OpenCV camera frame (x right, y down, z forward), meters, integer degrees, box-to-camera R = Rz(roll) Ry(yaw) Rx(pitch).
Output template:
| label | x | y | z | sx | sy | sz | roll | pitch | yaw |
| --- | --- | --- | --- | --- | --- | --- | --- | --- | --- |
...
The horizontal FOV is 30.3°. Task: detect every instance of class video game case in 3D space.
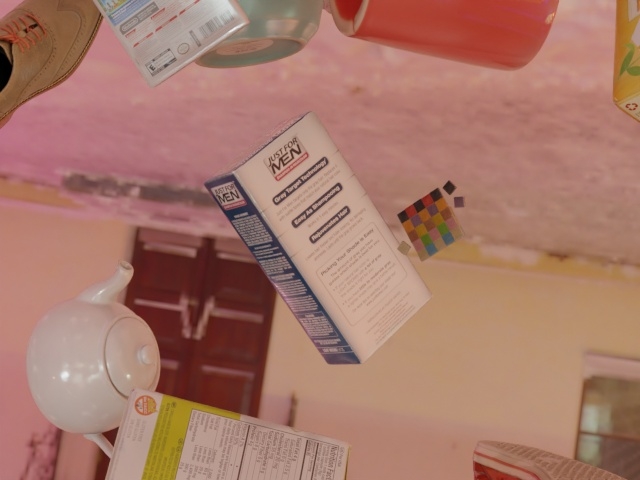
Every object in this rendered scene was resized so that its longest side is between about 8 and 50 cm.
| label | x | y | z | sx | sy | sz | roll | pitch | yaw |
| --- | --- | --- | --- | --- | --- | --- | --- | --- | --- |
| video game case | -0.117 | -0.179 | 0.821 | 0.087 | 0.122 | 0.011 | -30 | -173 | 19 |

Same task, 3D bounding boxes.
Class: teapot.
| label | x | y | z | sx | sy | sz | roll | pitch | yaw |
| --- | --- | --- | --- | --- | --- | --- | --- | --- | --- |
| teapot | -0.358 | 0.211 | 2.003 | 0.187 | 0.252 | 0.256 | -9 | 132 | 29 |

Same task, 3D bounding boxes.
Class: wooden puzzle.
| label | x | y | z | sx | sy | sz | roll | pitch | yaw |
| --- | --- | --- | --- | --- | --- | --- | --- | --- | --- |
| wooden puzzle | 0.099 | -0.014 | 1.055 | 0.083 | 0.049 | 0.006 | -34 | 167 | 32 |

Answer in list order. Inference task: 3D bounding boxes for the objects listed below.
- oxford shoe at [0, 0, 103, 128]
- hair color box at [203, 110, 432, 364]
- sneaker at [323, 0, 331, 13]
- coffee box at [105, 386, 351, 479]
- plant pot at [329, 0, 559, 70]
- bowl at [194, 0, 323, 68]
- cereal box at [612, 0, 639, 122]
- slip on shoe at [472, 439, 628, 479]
| label | x | y | z | sx | sy | sz | roll | pitch | yaw |
| --- | --- | --- | --- | --- | --- | --- | --- | --- | --- |
| oxford shoe | -0.427 | -0.274 | 1.711 | 0.123 | 0.348 | 0.130 | 37 | 159 | -3 |
| hair color box | 0.000 | 0.000 | 1.777 | 0.347 | 0.174 | 0.105 | 57 | 150 | -14 |
| sneaker | -0.007 | -0.462 | 2.045 | 0.305 | 0.152 | 0.114 | 0 | 154 | 9 |
| coffee box | -0.173 | 0.464 | 1.745 | 0.335 | 0.338 | 0.337 | 15 | 150 | -7 |
| plant pot | 0.150 | -0.363 | 1.558 | 0.243 | 0.274 | 0.275 | -2 | 176 | -16 |
| bowl | -0.120 | -0.367 | 1.835 | 0.312 | 0.163 | 0.311 | -10 | 177 | 0 |
| cereal box | 0.317 | -0.200 | 0.839 | 0.047 | 0.173 | 0.240 | 29 | 146 | -29 |
| slip on shoe | 0.267 | 0.299 | 1.299 | 0.123 | 0.101 | 0.331 | 9 | 179 | -23 |
